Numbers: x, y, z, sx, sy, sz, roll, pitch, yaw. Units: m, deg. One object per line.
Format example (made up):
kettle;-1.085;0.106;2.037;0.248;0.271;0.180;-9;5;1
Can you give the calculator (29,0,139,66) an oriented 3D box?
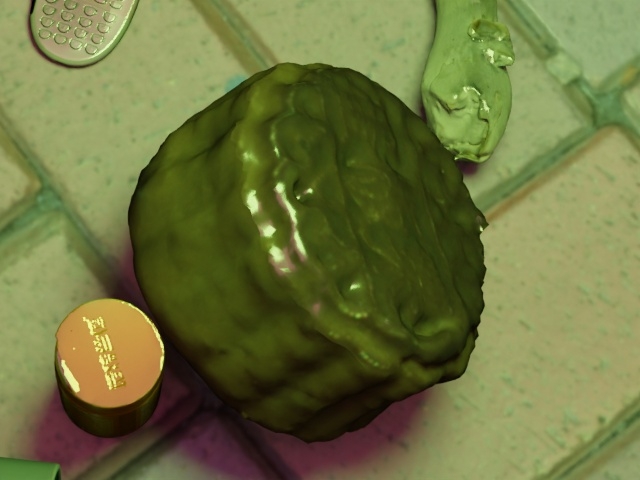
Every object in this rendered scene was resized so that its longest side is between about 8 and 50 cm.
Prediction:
calculator;-0.229;-0.250;1.673;0.103;0.024;0.165;18;77;-2

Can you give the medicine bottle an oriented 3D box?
medicine bottle;-0.187;0.117;1.499;0.096;0.192;0.096;1;76;-6

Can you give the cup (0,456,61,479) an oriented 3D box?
cup;-0.384;0.270;1.431;0.312;0.205;0.205;9;75;-4

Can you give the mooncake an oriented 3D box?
mooncake;-0.001;0.002;1.487;0.324;0.187;0.324;30;45;-35

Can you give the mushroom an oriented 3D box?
mushroom;0.138;-0.206;1.676;0.096;0.099;0.278;5;71;-20
